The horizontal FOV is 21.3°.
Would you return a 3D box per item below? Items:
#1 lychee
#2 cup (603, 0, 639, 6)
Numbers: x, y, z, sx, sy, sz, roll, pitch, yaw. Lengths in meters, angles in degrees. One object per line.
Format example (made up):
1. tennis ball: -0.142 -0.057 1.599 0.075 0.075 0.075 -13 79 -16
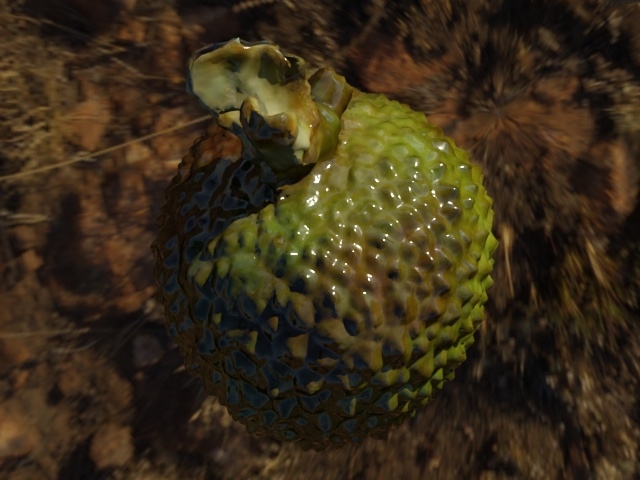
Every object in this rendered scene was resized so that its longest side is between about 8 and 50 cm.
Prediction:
1. lychee: 0.001 0.008 1.266 0.270 0.270 0.320 23 126 4
2. cup: 0.265 -0.224 1.220 0.130 0.128 0.095 -10 91 5
